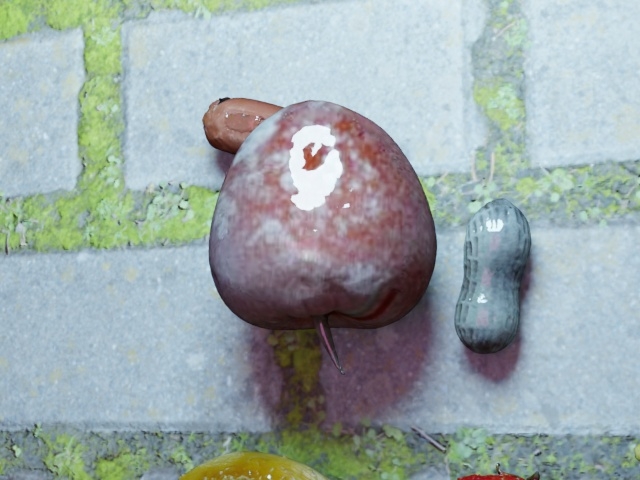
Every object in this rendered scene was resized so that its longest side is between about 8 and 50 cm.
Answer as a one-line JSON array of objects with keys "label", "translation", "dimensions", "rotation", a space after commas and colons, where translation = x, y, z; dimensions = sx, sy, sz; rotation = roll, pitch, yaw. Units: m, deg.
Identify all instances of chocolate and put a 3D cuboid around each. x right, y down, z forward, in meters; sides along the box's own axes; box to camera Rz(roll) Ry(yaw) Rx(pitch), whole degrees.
[{"label": "chocolate", "translation": [0.181, 0.037, 1.104], "dimensions": [0.072, 0.072, 0.167], "rotation": [9, 85, 19]}]

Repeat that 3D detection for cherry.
[{"label": "cherry", "translation": [0.000, 0.000, 1.098], "dimensions": [0.236, 0.213, 0.285], "rotation": [-7, 80, -10]}]

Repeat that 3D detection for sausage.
[{"label": "sausage", "translation": [-0.068, -0.126, 1.210], "dimensions": [0.141, 0.076, 0.076], "rotation": [18, 87, 21]}]

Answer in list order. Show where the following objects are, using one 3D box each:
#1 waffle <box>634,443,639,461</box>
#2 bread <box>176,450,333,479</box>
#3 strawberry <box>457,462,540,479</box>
[{"label": "waffle", "translation": [0.401, 0.257, 1.004], "dimensions": [0.229, 0.057, 0.219], "rotation": [-1, 81, 19]}, {"label": "bread", "translation": [-0.082, 0.374, 1.092], "dimensions": [0.305, 0.159, 0.305], "rotation": [-3, 80, 17]}, {"label": "strawberry", "translation": [0.167, 0.309, 1.043], "dimensions": [0.146, 0.082, 0.187], "rotation": [37, 79, 22]}]
